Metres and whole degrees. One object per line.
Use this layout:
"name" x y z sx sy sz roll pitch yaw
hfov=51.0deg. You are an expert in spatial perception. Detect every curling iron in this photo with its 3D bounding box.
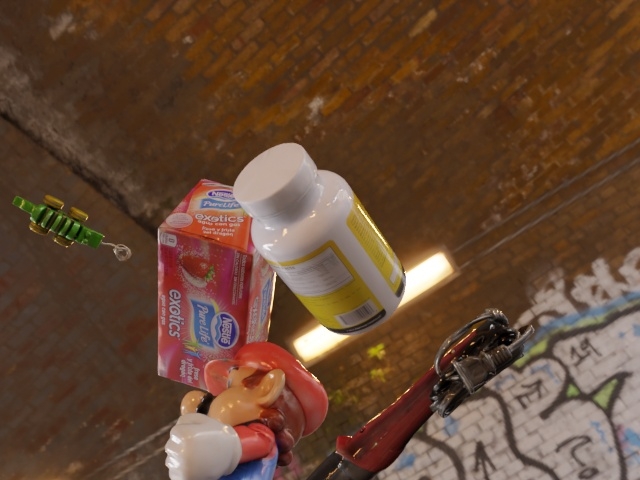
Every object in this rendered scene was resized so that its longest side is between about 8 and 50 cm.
"curling iron" 0.024 0.134 0.424 0.274 0.035 0.068 -48 -22 25

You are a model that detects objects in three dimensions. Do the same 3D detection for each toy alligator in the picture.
"toy alligator" -0.369 -0.015 1.009 0.190 0.051 0.056 30 -91 -23

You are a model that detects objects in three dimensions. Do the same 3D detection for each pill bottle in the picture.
"pill bottle" 0.000 0.000 0.631 0.103 0.103 0.184 -33 -55 5

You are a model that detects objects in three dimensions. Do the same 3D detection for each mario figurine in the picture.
"mario figurine" -0.107 0.223 0.649 0.170 0.320 0.198 42 -59 -18

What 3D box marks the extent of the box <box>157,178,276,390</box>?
"box" -0.132 0.067 0.881 0.123 0.128 0.256 15 -54 7
